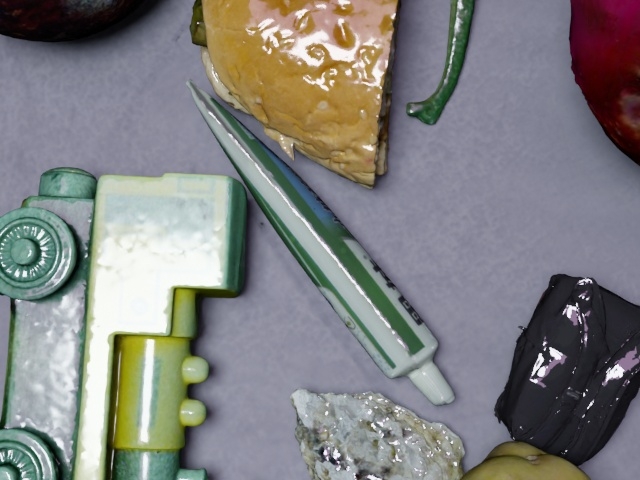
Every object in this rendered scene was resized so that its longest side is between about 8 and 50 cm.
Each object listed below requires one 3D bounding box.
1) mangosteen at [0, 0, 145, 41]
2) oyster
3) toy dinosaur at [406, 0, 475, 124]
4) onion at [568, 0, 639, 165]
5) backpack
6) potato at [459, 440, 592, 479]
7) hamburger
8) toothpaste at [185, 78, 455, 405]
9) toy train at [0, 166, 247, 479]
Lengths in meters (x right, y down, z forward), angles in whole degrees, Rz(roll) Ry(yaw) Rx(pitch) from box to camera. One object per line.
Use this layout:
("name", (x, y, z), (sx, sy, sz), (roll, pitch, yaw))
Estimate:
("mangosteen", (-0.272, -0.330, 0.866), (0.288, 0.288, 0.288), (-1, 80, 4))
("oyster", (0.050, 0.206, 0.850), (0.177, 0.064, 0.125), (11, 77, 4))
("toy dinosaur", (0.221, -0.347, 0.928), (0.447, 0.087, 0.301), (-29, 91, -5))
("onion", (0.400, -0.228, 0.801), (0.398, 0.398, 0.420), (-10, 37, 3))
("backpack", (0.228, 0.116, 0.830), (0.120, 0.106, 0.165), (30, 100, -13))
("potato", (0.167, 0.272, 0.772), (0.137, 0.154, 0.200), (7, 97, 6))
("hamburger", (-0.023, -0.220, 0.879), (0.209, 0.162, 0.330), (3, 85, 3))
("toothpaste", (0.000, 0.000, 0.879), (0.061, 0.099, 0.392), (-38, 83, 4))
("toy train", (-0.194, 0.117, 0.847), (0.237, 0.150, 0.369), (3, 82, -1))
